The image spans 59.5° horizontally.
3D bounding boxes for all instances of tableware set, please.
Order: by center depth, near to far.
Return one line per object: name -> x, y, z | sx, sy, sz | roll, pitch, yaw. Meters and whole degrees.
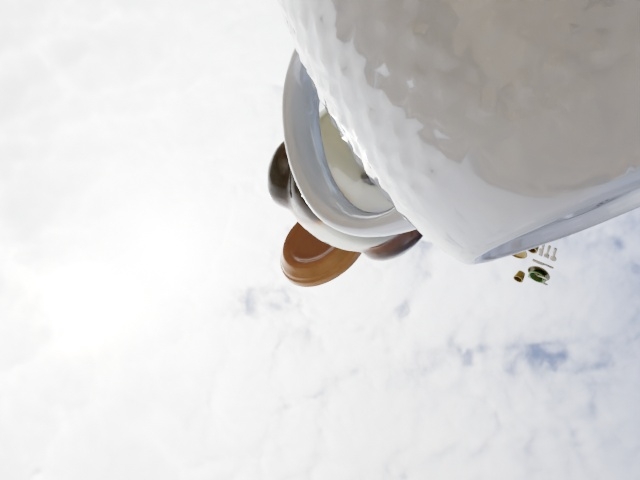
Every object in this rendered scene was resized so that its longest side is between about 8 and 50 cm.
tableware set -> 0.428, 0.045, 1.160 | 0.104, 0.154, 0.024 | 26, -114, 27

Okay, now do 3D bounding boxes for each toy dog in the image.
toy dog -> 0.087, -0.182, 0.787 | 0.284, 0.395, 0.408 | 34, -115, -18

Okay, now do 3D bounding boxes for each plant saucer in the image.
plant saucer -> 0.000, 0.000, 1.097 | 0.200, 0.037, 0.200 | -23, -140, 21

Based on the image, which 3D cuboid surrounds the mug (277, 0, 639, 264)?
mug -> 0.092, -0.145, 0.437 | 0.374, 0.276, 0.328 | -32, -108, 45
